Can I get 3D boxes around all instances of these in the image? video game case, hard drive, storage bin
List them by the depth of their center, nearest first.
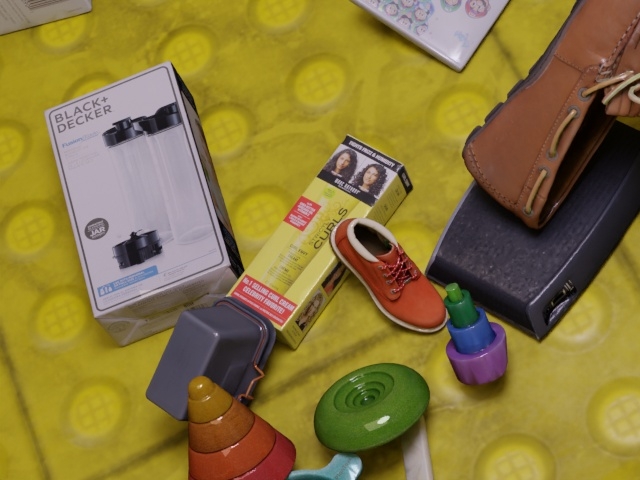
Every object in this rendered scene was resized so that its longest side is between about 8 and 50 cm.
[{"bbox_3d":[-0.118,0.135,1.789,0.098,0.091,0.135,31,105,27],"label":"storage bin"},{"bbox_3d":[0.239,-0.037,1.817,0.172,0.054,0.255,30,76,27],"label":"hard drive"},{"bbox_3d":[0.135,-0.293,1.964,0.157,0.019,0.143,34,76,3],"label":"video game case"}]

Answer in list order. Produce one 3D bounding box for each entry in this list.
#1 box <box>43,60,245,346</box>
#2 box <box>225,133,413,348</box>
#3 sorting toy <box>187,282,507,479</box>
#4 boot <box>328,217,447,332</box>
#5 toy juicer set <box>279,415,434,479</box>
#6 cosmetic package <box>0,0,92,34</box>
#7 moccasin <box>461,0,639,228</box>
[{"bbox_3d":[-0.201,-0.044,1.935,0.169,0.087,0.290,-20,60,6],"label":"box"},{"bbox_3d":[0.000,0.000,1.868,0.087,0.058,0.232,31,77,27],"label":"box"},{"bbox_3d":[0.010,0.141,1.731,0.365,0.126,0.127,-24,26,1],"label":"sorting toy"},{"bbox_3d":[0.077,0.036,1.788,0.158,0.084,0.059,43,75,-3],"label":"boot"},{"bbox_3d":[0.002,0.323,1.686,0.329,0.089,0.209,-31,58,-1],"label":"toy juicer set"},{"bbox_3d":[-0.385,-0.382,2.124,0.151,0.151,0.184,-13,60,11],"label":"cosmetic package"},{"bbox_3d":[0.293,-0.165,1.676,0.147,0.139,0.380,48,117,17],"label":"moccasin"}]
